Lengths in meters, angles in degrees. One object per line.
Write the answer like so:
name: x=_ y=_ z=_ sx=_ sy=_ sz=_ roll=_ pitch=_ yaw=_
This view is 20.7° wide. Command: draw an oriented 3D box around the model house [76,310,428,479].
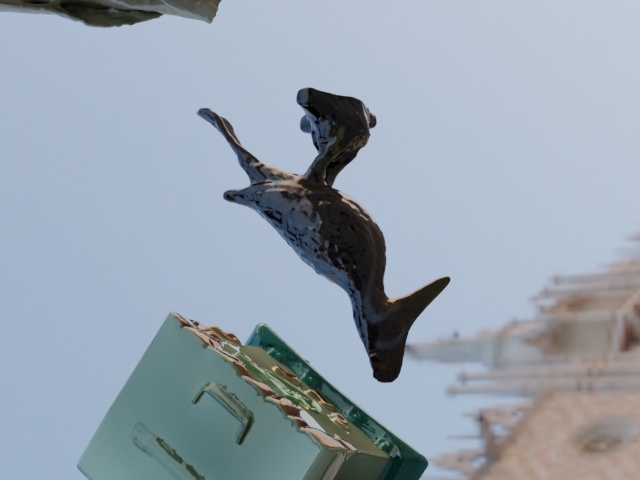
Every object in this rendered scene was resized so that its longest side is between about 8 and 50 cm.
model house: x=-0.023 y=0.114 z=0.892 sx=0.100 sy=0.127 sz=0.149 roll=-56 pitch=-30 yaw=8

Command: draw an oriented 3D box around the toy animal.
toy animal: x=0.006 y=-0.009 z=1.051 sx=0.070 sy=0.105 sz=0.202 roll=50 pitch=-165 yaw=-78

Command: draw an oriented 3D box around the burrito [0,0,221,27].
burrito: x=-0.269 y=-0.262 z=1.617 sx=0.076 sy=0.392 sz=0.117 roll=45 pitch=-127 yaw=-78
